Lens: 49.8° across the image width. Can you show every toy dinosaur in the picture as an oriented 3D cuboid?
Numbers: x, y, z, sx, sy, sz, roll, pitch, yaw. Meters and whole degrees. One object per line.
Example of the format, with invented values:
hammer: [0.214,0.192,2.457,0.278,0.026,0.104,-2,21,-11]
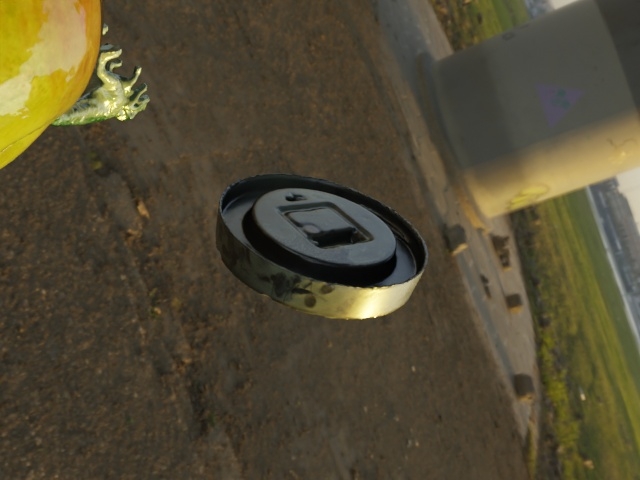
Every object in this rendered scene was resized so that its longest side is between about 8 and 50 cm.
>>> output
toy dinosaur: [-0.274,-0.200,0.819,0.383,0.076,0.129,-61,159,-77]

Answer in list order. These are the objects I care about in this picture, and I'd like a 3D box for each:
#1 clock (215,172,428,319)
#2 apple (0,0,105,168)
clock: [0.000,0.000,0.693,0.215,0.215,0.042,-63,172,-61]
apple: [-0.325,-0.186,0.503,0.339,0.340,0.339,49,30,-42]
